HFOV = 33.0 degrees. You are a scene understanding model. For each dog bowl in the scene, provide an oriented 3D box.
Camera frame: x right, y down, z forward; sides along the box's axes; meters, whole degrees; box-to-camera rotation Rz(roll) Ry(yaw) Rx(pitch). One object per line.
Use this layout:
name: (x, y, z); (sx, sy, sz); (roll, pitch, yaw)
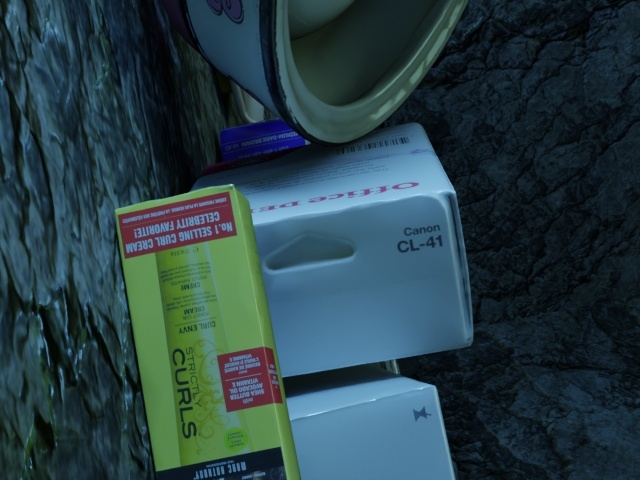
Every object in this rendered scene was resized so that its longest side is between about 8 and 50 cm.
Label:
dog bowl: (0.017, -0.296, 0.928); (0.408, 0.150, 0.407); (-48, 152, -35)

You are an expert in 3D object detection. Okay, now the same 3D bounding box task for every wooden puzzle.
wooden puzzle: (-0.128, -0.287, 1.388); (0.221, 0.044, 0.238); (-95, 168, -59)

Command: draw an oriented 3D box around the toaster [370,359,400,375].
toaster: (0.036, 0.202, 1.442); (0.227, 0.147, 0.129); (66, 12, -72)

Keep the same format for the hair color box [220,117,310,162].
hair color box: (-0.034, 0.047, 1.196); (0.185, 0.110, 0.338); (75, 3, -51)

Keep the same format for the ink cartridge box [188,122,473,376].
ink cartridge box: (0.000, 0.000, 0.930); (0.306, 0.226, 0.131); (-85, 164, -73)

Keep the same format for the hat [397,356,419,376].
hat: (0.040, 0.117, 1.877); (0.331, 0.134, 0.331); (55, 17, -26)

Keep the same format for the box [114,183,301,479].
box: (-0.069, 0.086, 0.697); (0.058, 0.087, 0.232); (59, 20, -78)

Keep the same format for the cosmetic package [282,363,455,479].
cosmetic package: (0.019, 0.223, 0.838); (0.225, 0.138, 0.224); (170, -92, -77)
